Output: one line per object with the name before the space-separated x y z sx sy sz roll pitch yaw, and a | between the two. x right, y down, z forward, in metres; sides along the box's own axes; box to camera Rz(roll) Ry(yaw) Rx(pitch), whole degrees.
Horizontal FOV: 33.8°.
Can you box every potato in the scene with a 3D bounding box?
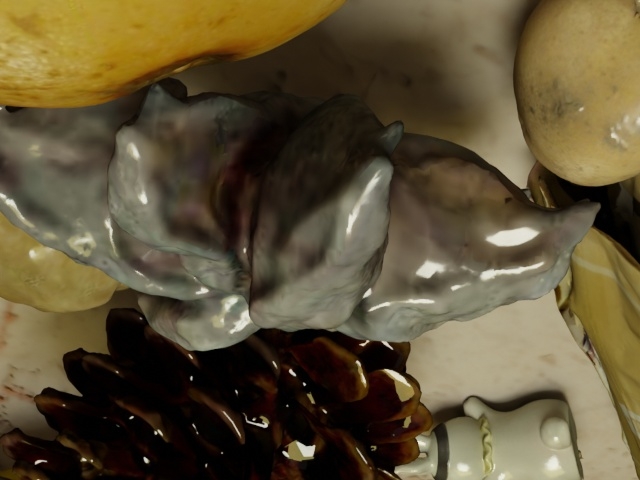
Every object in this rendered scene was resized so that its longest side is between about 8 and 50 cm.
potato | 0.162 -0.094 0.562 0.112 0.112 0.147 28 122 -20

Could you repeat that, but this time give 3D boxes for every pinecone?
pinecone | -0.074 0.144 0.679 0.246 0.292 0.246 24 131 31

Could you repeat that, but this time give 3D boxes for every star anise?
star anise | 0.000 0.000 0.539 0.360 0.316 0.139 11 94 -15

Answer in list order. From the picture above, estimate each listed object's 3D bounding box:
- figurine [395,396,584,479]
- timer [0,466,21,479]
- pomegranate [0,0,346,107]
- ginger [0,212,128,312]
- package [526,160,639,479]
figurine | 0.131 0.179 0.833 0.146 0.081 0.098 -14 131 17
timer | -0.164 0.343 0.866 0.387 0.376 0.376 4 138 -31
pomegranate | -0.085 -0.188 0.368 0.307 0.307 0.307 2 133 3
ginger | -0.195 -0.046 0.615 0.267 0.152 0.138 27 88 -12
package | 0.236 0.081 0.680 0.165 0.221 0.311 4 137 30
